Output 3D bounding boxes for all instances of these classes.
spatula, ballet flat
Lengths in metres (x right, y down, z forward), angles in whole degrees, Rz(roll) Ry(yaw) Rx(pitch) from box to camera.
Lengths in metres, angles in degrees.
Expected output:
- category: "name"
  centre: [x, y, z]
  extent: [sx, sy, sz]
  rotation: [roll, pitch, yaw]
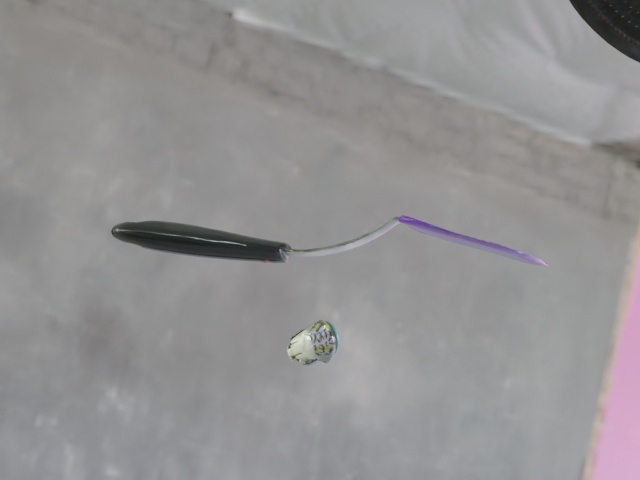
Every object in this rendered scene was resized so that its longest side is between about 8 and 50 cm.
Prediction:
- category: "spatula"
  centre: [0.000, 0.000, 1.067]
  extent: [0.296, 0.030, 0.084]
  rotation: [0, -5, 14]
- category: "ballet flat"
  centre: [-0.010, 0.099, 1.495]
  extent: [0.041, 0.041, 0.114]
  rotation: [15, -11, -7]

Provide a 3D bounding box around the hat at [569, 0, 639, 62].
- category: "hat"
  centre: [0.296, -0.258, 1.051]
  extent: [0.331, 0.331, 0.134]
  rotation: [15, 20, -8]
